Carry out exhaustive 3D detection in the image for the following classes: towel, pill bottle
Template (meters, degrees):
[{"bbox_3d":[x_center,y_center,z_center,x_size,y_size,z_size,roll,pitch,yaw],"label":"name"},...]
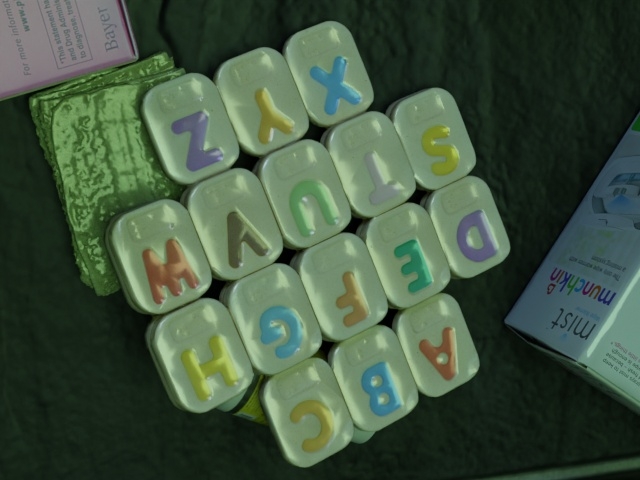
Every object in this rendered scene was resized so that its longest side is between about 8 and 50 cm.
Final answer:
[{"bbox_3d":[-0.127,-0.045,0.905,0.110,0.027,0.148,-19,105,-16],"label":"towel"},{"bbox_3d":[-0.015,0.106,0.954,0.116,0.065,0.065,22,93,-23],"label":"pill bottle"}]

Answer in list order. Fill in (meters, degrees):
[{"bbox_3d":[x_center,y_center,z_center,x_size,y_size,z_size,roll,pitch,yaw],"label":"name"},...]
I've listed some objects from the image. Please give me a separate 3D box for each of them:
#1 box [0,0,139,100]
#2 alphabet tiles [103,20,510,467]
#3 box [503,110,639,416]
[{"bbox_3d":[-0.250,-0.129,0.744,0.243,0.213,0.117,-19,107,-14],"label":"box"},{"bbox_3d":[0.000,0.000,0.919,0.284,0.021,0.278,-24,98,-27],"label":"alphabet tiles"},{"bbox_3d":[0.320,0.048,1.027,0.262,0.127,0.231,33,89,-22],"label":"box"}]
